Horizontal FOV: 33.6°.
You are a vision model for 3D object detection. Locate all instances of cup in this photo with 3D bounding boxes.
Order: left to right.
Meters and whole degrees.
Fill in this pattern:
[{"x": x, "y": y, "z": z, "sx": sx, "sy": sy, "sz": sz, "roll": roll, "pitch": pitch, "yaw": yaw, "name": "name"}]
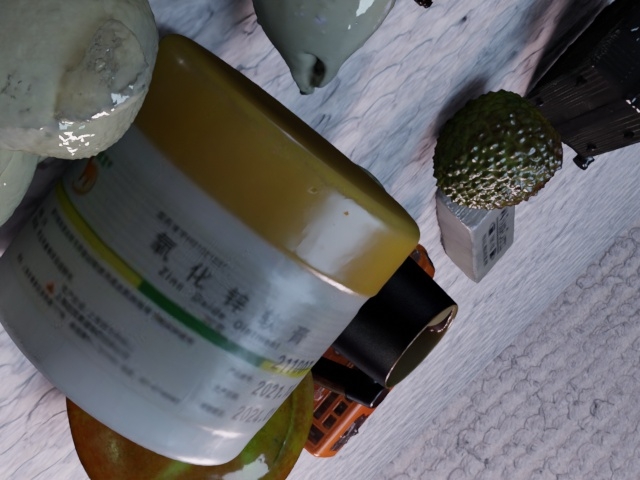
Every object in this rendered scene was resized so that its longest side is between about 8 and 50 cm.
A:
[{"x": 0.062, "y": 0.099, "z": 1.389, "sx": 0.166, "sy": 0.177, "sz": 0.239, "roll": -40, "pitch": 159, "yaw": -28, "name": "cup"}]

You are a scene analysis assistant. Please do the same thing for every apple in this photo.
[{"x": -0.136, "y": 0.161, "z": 1.060, "sx": 0.246, "sy": 0.246, "sz": 0.226, "roll": -40, "pitch": -171, "yaw": -26, "name": "apple"}]

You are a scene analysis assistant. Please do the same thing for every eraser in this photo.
[{"x": 0.256, "y": -0.031, "z": 1.725, "sx": 0.111, "sy": 0.077, "sz": 0.352, "roll": -46, "pitch": 161, "yaw": -7, "name": "eraser"}]

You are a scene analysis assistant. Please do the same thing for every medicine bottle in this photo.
[{"x": -0.084, "y": 0.007, "z": 0.788, "sx": 0.232, "sy": 0.238, "sz": 0.238, "roll": -52, "pitch": 161, "yaw": 7, "name": "medicine bottle"}]

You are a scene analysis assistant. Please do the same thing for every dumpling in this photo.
[{"x": 0.015, "y": -0.209, "z": 0.801, "sx": 0.155, "sy": 0.111, "sz": 0.181, "roll": -50, "pitch": -179, "yaw": -35, "name": "dumpling"}]

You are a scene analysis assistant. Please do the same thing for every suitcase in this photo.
[{"x": 0.438, "y": -0.241, "z": 1.465, "sx": 0.229, "sy": 0.152, "sz": 0.335, "roll": -48, "pitch": -177, "yaw": -5, "name": "suitcase"}]

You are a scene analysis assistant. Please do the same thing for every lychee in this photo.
[{"x": 0.225, "y": -0.116, "z": 1.391, "sx": 0.171, "sy": 0.171, "sz": 0.171, "roll": -42, "pitch": 160, "yaw": -19, "name": "lychee"}]

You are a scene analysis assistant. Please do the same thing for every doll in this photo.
[{"x": -0.208, "y": -0.058, "z": 0.613, "sx": 0.149, "sy": 0.175, "sz": 0.278, "roll": 23, "pitch": 122, "yaw": -31, "name": "doll"}]

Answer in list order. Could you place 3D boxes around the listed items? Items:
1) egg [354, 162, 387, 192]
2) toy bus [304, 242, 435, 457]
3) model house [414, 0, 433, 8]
[{"x": 0.000, "y": 0.000, "z": 1.100, "sx": 0.141, "sy": 0.141, "sz": 0.181, "roll": 81, "pitch": 32, "yaw": -66, "name": "egg"}, {"x": 0.063, "y": 0.151, "z": 1.529, "sx": 0.329, "sy": 0.153, "sz": 0.143, "roll": -50, "pitch": 161, "yaw": 0, "name": "toy bus"}, {"x": 0.136, "y": -0.292, "z": 0.935, "sx": 0.203, "sy": 0.141, "sz": 0.164, "roll": -21, "pitch": 176, "yaw": -16, "name": "model house"}]
